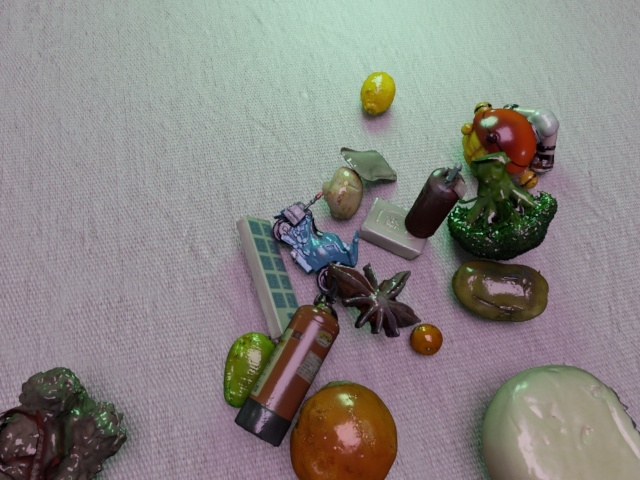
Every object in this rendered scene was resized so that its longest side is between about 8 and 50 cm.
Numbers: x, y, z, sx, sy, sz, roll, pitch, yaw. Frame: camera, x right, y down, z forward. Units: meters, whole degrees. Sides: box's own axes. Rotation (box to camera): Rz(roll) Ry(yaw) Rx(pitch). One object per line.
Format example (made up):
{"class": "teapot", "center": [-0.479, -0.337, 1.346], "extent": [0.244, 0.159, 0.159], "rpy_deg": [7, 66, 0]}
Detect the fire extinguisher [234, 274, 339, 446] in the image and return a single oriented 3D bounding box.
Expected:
{"class": "fire extinguisher", "center": [-0.051, 0.269, 1.032], "extent": [0.113, 0.200, 0.376], "rpy_deg": [28, 71, 5]}

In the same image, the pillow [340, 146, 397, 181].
{"class": "pillow", "center": [0.146, -0.221, 1.304], "extent": [0.130, 0.038, 0.233], "rpy_deg": [54, 33, 13]}

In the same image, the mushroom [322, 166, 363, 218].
{"class": "mushroom", "center": [0.063, -0.133, 1.256], "extent": [0.112, 0.148, 0.148], "rpy_deg": [4, 64, 16]}

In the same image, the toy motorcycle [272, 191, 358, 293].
{"class": "toy motorcycle", "center": [0.000, 0.000, 1.200], "extent": [0.182, 0.123, 0.272], "rpy_deg": [-42, 80, -8]}

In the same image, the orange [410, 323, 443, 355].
{"class": "orange", "center": [0.270, 0.252, 1.134], "extent": [0.084, 0.083, 0.083], "rpy_deg": [2, 65, -5]}

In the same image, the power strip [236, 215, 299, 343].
{"class": "power strip", "center": [-0.126, 0.098, 1.154], "extent": [0.043, 0.106, 0.367], "rpy_deg": [-33, 66, 28]}

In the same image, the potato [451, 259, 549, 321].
{"class": "potato", "center": [0.474, 0.130, 1.177], "extent": [0.248, 0.143, 0.169], "rpy_deg": [13, 42, 5]}

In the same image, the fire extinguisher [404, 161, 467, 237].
{"class": "fire extinguisher", "center": [0.295, -0.102, 1.128], "extent": [0.105, 0.269, 0.104], "rpy_deg": [4, 63, -7]}

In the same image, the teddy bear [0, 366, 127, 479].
{"class": "teddy bear", "center": [-0.534, 0.483, 0.879], "extent": [0.357, 0.224, 0.367], "rpy_deg": [-36, 75, -5]}

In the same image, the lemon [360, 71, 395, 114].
{"class": "lemon", "center": [0.184, -0.476, 1.443], "extent": [0.114, 0.114, 0.155], "rpy_deg": [19, 66, 3]}

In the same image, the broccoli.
{"class": "broccoli", "center": [0.478, -0.090, 1.205], "extent": [0.298, 0.297, 0.297], "rpy_deg": [-21, 105, -15]}

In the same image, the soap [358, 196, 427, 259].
{"class": "soap", "center": [0.212, -0.031, 1.269], "extent": [0.183, 0.064, 0.121], "rpy_deg": [25, 63, 5]}

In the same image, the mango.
{"class": "mango", "center": [-0.170, 0.305, 1.053], "extent": [0.119, 0.100, 0.178], "rpy_deg": [24, 71, -7]}

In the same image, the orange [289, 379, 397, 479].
{"class": "orange", "center": [0.046, 0.423, 0.949], "extent": [0.240, 0.240, 0.240], "rpy_deg": [2, 65, -5]}

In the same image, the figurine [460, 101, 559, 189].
{"class": "figurine", "center": [0.570, -0.304, 1.359], "extent": [0.323, 0.196, 0.320], "rpy_deg": [-22, 76, -26]}

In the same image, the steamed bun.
{"class": "steamed bun", "center": [0.509, 0.461, 0.984], "extent": [0.312, 0.233, 0.333], "rpy_deg": [-2, 57, -5]}

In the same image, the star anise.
{"class": "star anise", "center": [0.142, 0.153, 1.127], "extent": [0.258, 0.110, 0.198], "rpy_deg": [7, 59, -28]}
